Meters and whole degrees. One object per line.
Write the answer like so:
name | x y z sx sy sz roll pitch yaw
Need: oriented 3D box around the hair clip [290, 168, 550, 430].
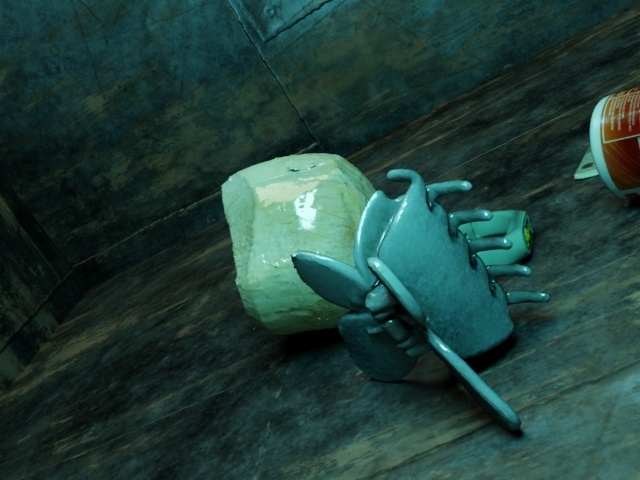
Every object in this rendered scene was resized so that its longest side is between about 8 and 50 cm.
hair clip | 0.164 0.068 1.113 0.238 0.318 0.392 -46 20 -19

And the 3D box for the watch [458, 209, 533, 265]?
watch | 0.326 0.006 1.430 0.195 0.068 0.237 -16 17 27

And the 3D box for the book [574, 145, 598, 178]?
book | 0.647 -0.201 1.569 0.138 0.016 0.198 -14 25 42

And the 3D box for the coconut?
coconut | 0.000 0.000 1.501 0.405 0.404 0.404 -28 18 10

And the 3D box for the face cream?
face cream | 0.612 -0.183 1.277 0.187 0.201 0.201 -10 27 47
